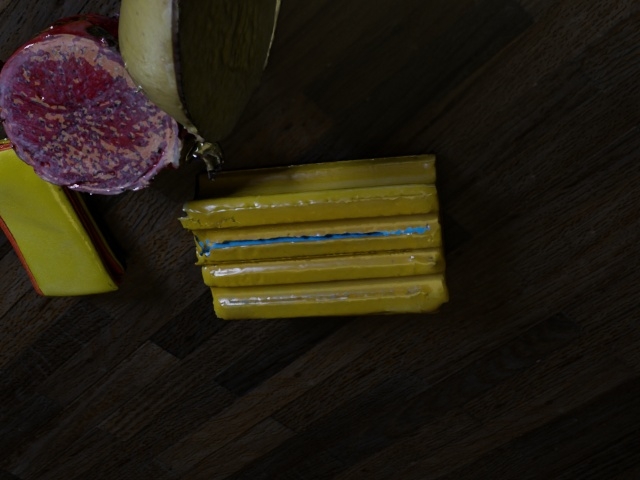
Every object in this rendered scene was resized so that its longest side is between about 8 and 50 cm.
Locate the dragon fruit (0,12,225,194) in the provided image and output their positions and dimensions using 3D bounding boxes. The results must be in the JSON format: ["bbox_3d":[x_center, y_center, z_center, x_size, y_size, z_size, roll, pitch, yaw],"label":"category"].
[{"bbox_3d":[-0.244,-0.156,0.980,0.282,0.147,0.211,17,120,-12],"label":"dragon fruit"}]

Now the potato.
[{"bbox_3d":[-0.124,-0.243,0.831,0.116,0.239,0.299,24,158,11],"label":"potato"}]

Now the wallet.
[{"bbox_3d":[-0.372,-0.032,1.140,0.141,0.067,0.241,-9,124,19],"label":"wallet"}]

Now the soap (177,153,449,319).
[{"bbox_3d":[-0.001,0.000,1.098,0.325,0.096,0.204,-3,129,9],"label":"soap"}]
